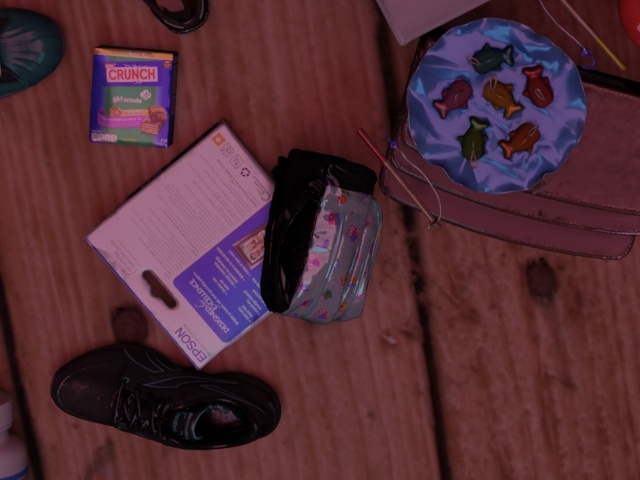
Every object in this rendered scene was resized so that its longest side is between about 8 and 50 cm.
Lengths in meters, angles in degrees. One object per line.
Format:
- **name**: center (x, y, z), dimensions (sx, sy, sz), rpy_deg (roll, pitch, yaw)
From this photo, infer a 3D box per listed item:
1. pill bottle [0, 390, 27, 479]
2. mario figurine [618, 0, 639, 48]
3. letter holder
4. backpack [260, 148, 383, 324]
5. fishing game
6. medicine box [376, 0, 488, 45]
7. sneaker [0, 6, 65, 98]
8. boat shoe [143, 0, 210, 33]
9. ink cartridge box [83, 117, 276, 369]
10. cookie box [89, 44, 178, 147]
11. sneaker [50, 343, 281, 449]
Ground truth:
- **pill bottle**: center (-0.399, 0.288, 1.854), dimensions (0.124, 0.124, 0.221), rpy_deg (0, 100, 1)
- **mario figurine**: center (0.388, -0.259, 1.636), dimensions (0.198, 0.320, 0.170), rpy_deg (23, 101, -4)
- **letter holder**: center (0.230, -0.089, 1.759), dimensions (0.302, 0.152, 0.214), rpy_deg (15, 102, -2)
- **backpack**: center (0.000, 0.000, 1.745), dimensions (0.115, 0.152, 0.182), rpy_deg (10, 95, -15)
- **fishing game**: center (0.180, -0.133, 1.654), dimensions (0.264, 0.041, 0.189), rpy_deg (-37, 98, 11)
- **medicine box**: center (0.160, -0.332, 1.642), dimensions (0.263, 0.289, 0.149), rpy_deg (-27, 101, 6)
- **sneaker**: center (-0.435, -0.193, 1.764), dimensions (0.302, 0.121, 0.108), rpy_deg (-7, 101, 2)
- **boat shoe**: center (-0.198, -0.330, 1.758), dimensions (0.084, 0.079, 0.233), rpy_deg (-33, 97, 8)
- **ink cartridge box**: center (-0.124, 0.005, 1.834), dimensions (0.208, 0.045, 0.206), rpy_deg (-39, 98, 5)
- **cookie box**: center (-0.209, -0.161, 1.807), dimensions (0.092, 0.040, 0.107), rpy_deg (4, 100, 1)
- **sneaker**: center (-0.179, 0.182, 1.840), dimensions (0.267, 0.106, 0.101), rpy_deg (6, 102, 1)
